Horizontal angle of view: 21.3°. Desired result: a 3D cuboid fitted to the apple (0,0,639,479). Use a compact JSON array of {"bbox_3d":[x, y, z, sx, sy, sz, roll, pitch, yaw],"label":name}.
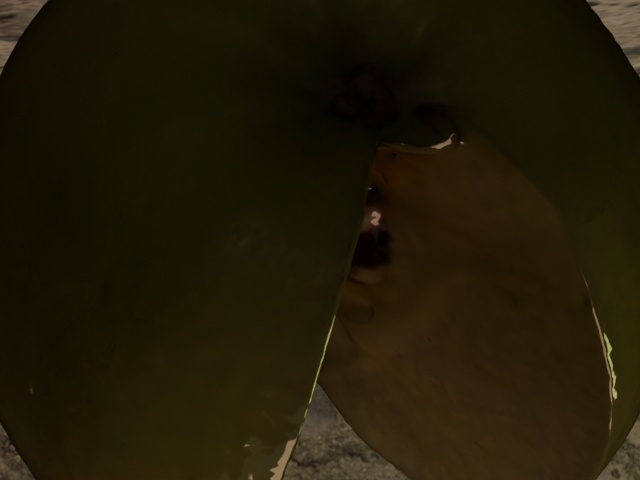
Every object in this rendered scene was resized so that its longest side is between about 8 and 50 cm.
[{"bbox_3d":[0.000,0.000,0.680,0.292,0.292,0.254,-5,155,-14],"label":"apple"}]
